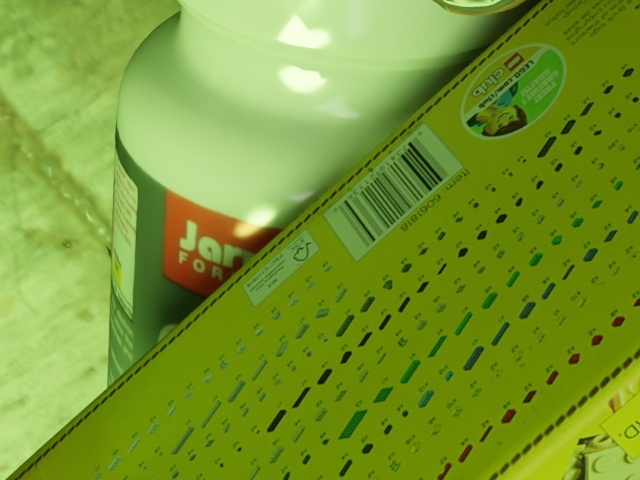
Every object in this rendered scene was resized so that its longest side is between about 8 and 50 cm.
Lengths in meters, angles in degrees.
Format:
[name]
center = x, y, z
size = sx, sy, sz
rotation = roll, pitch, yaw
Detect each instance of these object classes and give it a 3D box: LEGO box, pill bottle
[LEGO box]
center = 0.142, 0.123, 0.690
size = 0.500, 0.193, 0.372
rotation = -42, 127, 6
[pill bottle]
center = 0.000, 0.000, 0.805
size = 0.210, 0.210, 0.363
rotation = 4, 121, -3

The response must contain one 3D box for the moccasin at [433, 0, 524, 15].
[moccasin]
center = -0.032, -0.246, 0.639
size = 0.380, 0.147, 0.139
rotation = 33, 126, 6
